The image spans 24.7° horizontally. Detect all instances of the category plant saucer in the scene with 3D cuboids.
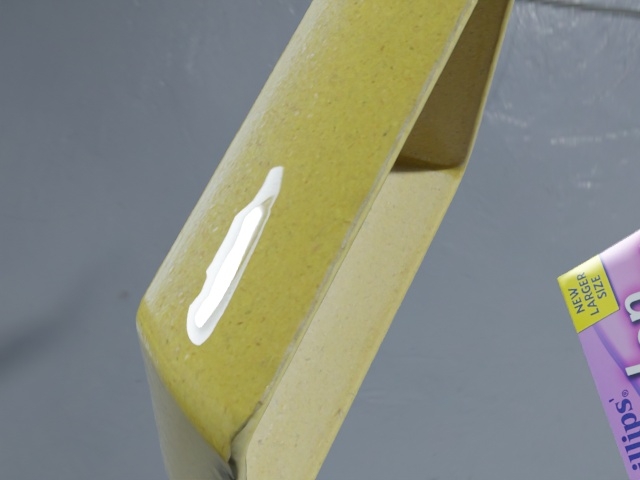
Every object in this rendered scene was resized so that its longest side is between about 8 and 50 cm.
[{"bbox_3d":[0.000,0.000,0.763,0.081,0.333,0.333,24,66,9],"label":"plant saucer"}]

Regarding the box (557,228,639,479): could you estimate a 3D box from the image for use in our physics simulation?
[{"bbox_3d":[0.327,0.071,1.058,0.243,0.117,0.213,-34,52,28],"label":"box"}]
